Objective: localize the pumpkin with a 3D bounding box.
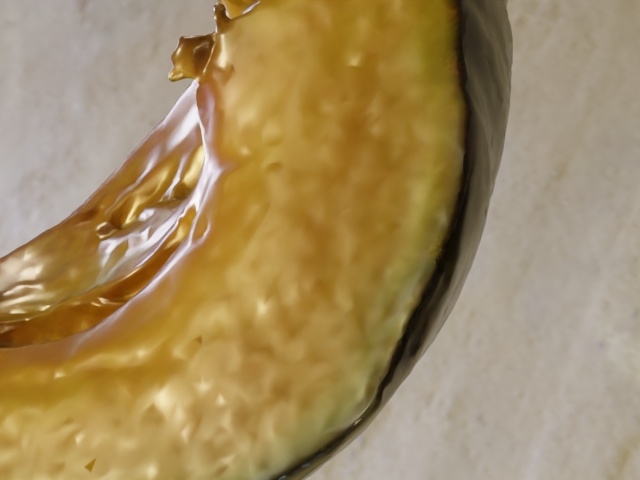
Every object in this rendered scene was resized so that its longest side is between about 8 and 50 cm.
[{"bbox_3d":[0.000,0.000,0.513,0.254,0.130,0.149,-47,60,6],"label":"pumpkin"}]
